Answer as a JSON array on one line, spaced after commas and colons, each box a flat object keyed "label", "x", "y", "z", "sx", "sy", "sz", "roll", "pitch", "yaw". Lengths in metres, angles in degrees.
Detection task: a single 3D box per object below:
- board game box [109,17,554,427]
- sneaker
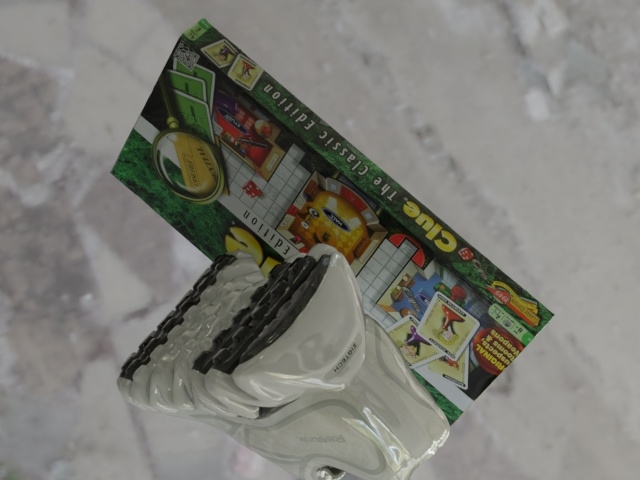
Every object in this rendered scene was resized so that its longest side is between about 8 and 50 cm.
[{"label": "board game box", "x": 0.000, "y": 0.000, "z": 1.030, "sx": 0.260, "sy": 0.136, "sz": 0.030, "roll": 40, "pitch": 50, "yaw": 5}, {"label": "sneaker", "x": -0.025, "y": 0.076, "z": 0.942, "sx": 0.118, "sy": 0.292, "sz": 0.110, "roll": 43, "pitch": 78, "yaw": -13}]
